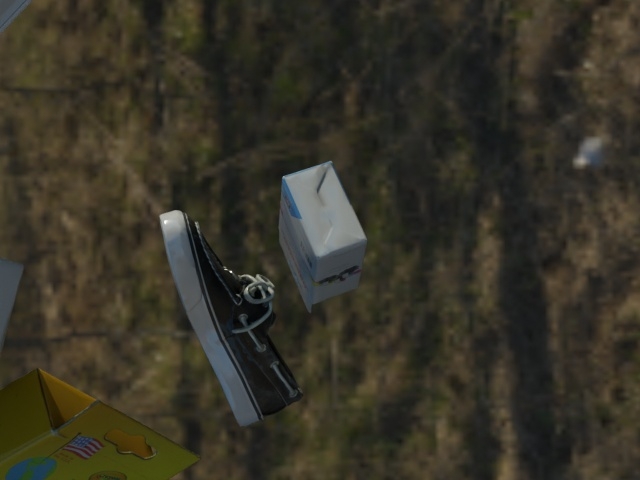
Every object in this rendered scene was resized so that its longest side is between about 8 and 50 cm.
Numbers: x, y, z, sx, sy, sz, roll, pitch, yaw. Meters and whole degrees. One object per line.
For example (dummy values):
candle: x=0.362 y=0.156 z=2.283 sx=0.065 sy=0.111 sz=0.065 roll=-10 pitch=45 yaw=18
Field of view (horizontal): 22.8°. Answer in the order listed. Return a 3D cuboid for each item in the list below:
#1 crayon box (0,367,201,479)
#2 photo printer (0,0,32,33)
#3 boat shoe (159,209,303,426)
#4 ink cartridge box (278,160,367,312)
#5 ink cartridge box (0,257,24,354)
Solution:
crayon box: x=-0.306 y=0.241 z=1.606 sx=0.202 sy=0.318 sz=0.081 roll=43 pitch=-159 yaw=-55
photo printer: x=-0.299 y=-0.281 z=1.389 sx=0.307 sy=0.107 sz=0.256 roll=-48 pitch=34 yaw=-3
boat shoe: x=-0.099 y=0.085 z=1.873 sx=0.113 sy=0.105 sz=0.306 roll=-113 pitch=1 yaw=-64
ink cartridge box: x=0.000 y=0.000 z=1.772 sx=0.181 sy=0.061 sz=0.104 roll=99 pitch=150 yaw=-68
ink cartridge box: x=-0.461 y=0.033 z=1.460 sx=0.223 sy=0.307 sz=0.129 roll=7 pitch=80 yaw=60
